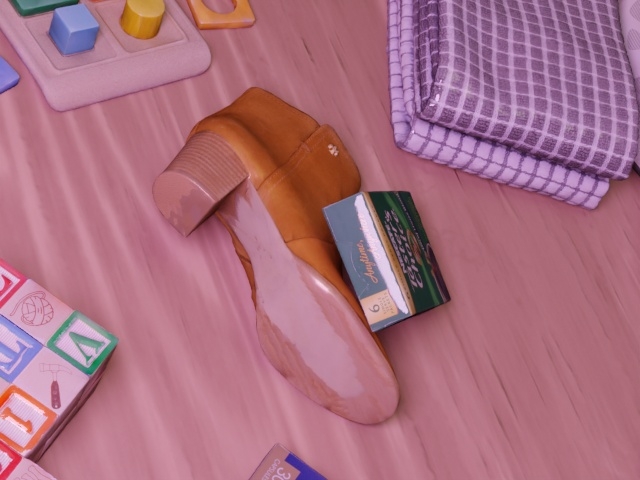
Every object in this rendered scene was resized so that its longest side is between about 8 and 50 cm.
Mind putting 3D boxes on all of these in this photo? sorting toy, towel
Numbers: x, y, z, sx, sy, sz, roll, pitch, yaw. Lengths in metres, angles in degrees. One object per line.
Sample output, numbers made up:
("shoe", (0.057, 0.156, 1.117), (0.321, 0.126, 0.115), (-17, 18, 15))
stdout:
("sorting toy", (-0.215, -0.226, 1.422), (0.348, 0.047, 0.196), (-20, 67, -35))
("towel", (0.196, -0.191, 1.538), (0.235, 0.121, 0.283), (14, 52, -16))

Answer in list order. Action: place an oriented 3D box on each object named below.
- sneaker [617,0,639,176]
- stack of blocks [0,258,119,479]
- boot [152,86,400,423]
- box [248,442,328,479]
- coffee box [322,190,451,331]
("sneaker", (0.427, -0.132, 1.513), (0.169, 0.257, 0.447), (4, 55, -22))
("stack of blocks", (-0.268, 0.165, 1.091), (0.171, 0.087, 0.297), (35, 49, 1))
("boot", (-0.001, 0.000, 1.330), (0.295, 0.104, 0.211), (49, 36, -3))
("box", (0.018, 0.275, 1.179), (0.225, 0.036, 0.136), (37, 50, 2))
("coffee box", (0.061, 0.014, 1.295), (0.113, 0.040, 0.184), (69, 15, 5))
